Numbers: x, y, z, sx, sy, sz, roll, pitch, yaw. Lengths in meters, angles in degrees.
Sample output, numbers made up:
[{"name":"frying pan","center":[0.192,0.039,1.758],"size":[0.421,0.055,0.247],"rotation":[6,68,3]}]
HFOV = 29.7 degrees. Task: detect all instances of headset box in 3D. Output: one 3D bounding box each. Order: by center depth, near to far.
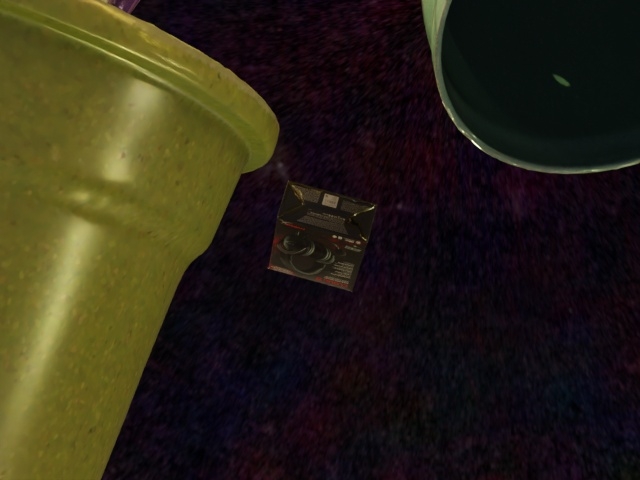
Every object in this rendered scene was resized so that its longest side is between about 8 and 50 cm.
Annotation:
[{"name":"headset box","center":[0.000,0.000,0.819],"size":[0.062,0.083,0.032],"rotation":[16,60,0]}]

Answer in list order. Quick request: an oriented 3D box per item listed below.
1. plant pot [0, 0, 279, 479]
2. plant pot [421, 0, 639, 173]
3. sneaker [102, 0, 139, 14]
[{"name":"plant pot","center":[-0.178,0.046,0.453],"size":[0.276,0.276,0.254],"rotation":[13,82,4]},{"name":"plant pot","center":[0.200,-0.222,0.890],"size":[0.293,0.196,0.293],"rotation":[-9,139,-8]},{"name":"sneaker","center":[-0.057,-0.159,0.604],"size":[0.170,0.068,0.071],"rotation":[-49,120,-20]}]
